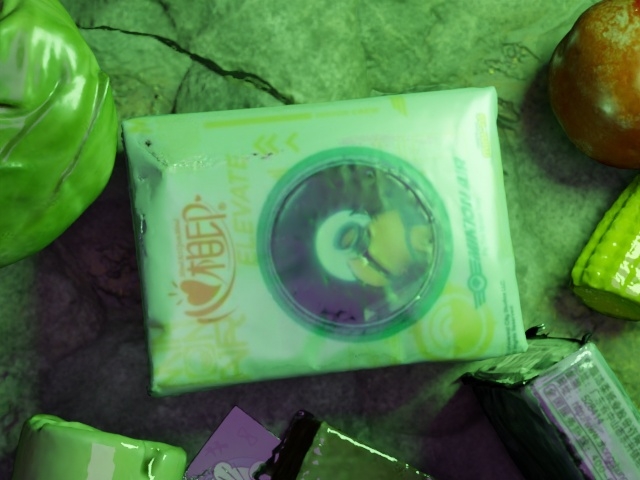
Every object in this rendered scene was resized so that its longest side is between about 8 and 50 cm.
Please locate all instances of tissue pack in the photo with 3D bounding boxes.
[{"bbox_3d":[0.301,0.264,1.354,0.122,0.259,0.361,-32,92,-7],"label":"tissue pack"},{"bbox_3d":[0.000,0.000,1.380,0.388,0.162,0.287,-6,83,-8],"label":"tissue pack"}]

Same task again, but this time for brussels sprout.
[{"bbox_3d":[-0.352,-0.130,1.306,0.328,0.247,0.328,1,86,-11],"label":"brussels sprout"}]

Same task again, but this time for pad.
[{"bbox_3d":[-0.045,0.315,1.432,0.245,0.006,0.170,38,82,-3],"label":"pad"}]

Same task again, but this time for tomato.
[{"bbox_3d":[0.363,-0.172,1.411,0.232,0.232,0.188,-14,84,-8],"label":"tomato"}]

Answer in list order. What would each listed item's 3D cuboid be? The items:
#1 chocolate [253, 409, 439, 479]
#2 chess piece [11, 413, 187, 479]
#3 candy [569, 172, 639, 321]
[{"bbox_3d":[0.094,0.290,1.394,0.321,0.112,0.112,28,75,-5],"label":"chocolate"},{"bbox_3d":[-0.256,0.400,1.289,0.234,0.234,0.442,14,81,-6],"label":"chess piece"},{"bbox_3d":[0.359,-0.011,1.465,0.106,0.094,0.199,30,77,1],"label":"candy"}]
